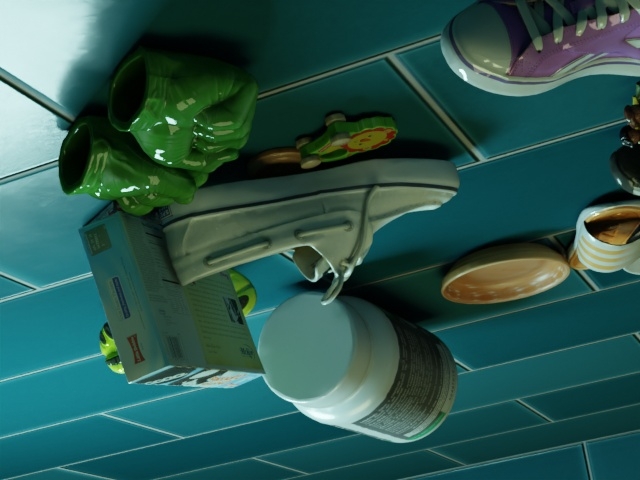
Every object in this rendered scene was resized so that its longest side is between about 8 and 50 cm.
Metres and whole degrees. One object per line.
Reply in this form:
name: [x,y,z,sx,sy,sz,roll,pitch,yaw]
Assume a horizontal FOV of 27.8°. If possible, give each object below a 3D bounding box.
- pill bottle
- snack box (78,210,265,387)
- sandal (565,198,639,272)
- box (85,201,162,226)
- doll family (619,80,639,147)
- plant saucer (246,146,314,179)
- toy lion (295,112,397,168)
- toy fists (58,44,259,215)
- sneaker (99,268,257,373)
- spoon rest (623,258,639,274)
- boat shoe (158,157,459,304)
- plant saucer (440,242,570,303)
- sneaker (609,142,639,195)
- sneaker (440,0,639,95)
pill bottle: [0.063,0.203,2.070,0.204,0.204,0.361,-17,158,24]
snack box: [-0.171,0.081,1.563,0.060,0.187,0.322,-23,166,13]
sandal: [0.422,0.014,1.884,0.102,0.076,0.265,-8,159,-1]
box: [-0.222,-0.013,1.649,0.137,0.027,0.094,7,154,-34]
doll family: [0.403,-0.111,1.489,0.111,0.193,0.076,-30,-160,7]
plant saucer: [-0.046,-0.087,1.539,0.083,0.013,0.083,-7,159,-3]
toy lion: [0.035,-0.115,1.478,0.096,0.034,0.100,-2,160,-37]
toy fists: [-0.162,-0.104,1.340,0.142,0.096,0.279,3,155,-31]
sneaker: [-0.202,0.105,1.899,0.295,0.109,0.123,-25,175,35]
spoon rest: [0.591,0.013,1.936,0.276,0.084,0.137,-13,158,12]
boat shoe: [0.001,-0.001,1.533,0.367,0.156,0.136,-9,173,-17]
plant saucer: [0.281,0.048,1.980,0.200,0.037,0.200,-8,159,-3]
sneaker: [0.468,-0.122,1.563,0.228,0.086,0.132,-6,152,-22]
sneaker: [0.255,-0.223,1.192,0.282,0.102,0.161,-11,158,-22]
